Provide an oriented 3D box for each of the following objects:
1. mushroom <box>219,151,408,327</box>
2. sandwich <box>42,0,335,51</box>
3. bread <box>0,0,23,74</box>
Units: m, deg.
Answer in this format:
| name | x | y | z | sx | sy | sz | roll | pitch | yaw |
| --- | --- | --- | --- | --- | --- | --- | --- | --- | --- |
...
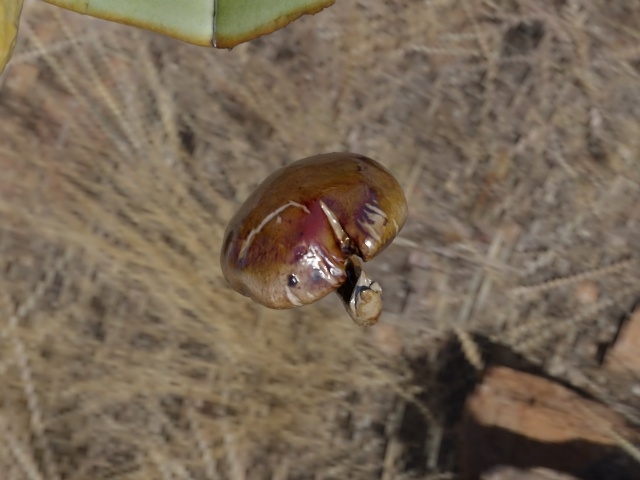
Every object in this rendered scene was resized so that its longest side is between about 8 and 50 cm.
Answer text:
| name | x | y | z | sx | sy | sz | roll | pitch | yaw |
| --- | --- | --- | --- | --- | --- | --- | --- | --- | --- |
| mushroom | -0.001 | -0.001 | 1.310 | 0.135 | 0.080 | 0.170 | -37 | 39 | -4 |
| sandwich | -0.080 | -0.250 | 1.359 | 0.198 | 0.227 | 0.155 | 19 | 121 | 32 |
| bread | -0.320 | -0.194 | 1.333 | 0.244 | 0.134 | 0.244 | 4 | 61 | -7 |
